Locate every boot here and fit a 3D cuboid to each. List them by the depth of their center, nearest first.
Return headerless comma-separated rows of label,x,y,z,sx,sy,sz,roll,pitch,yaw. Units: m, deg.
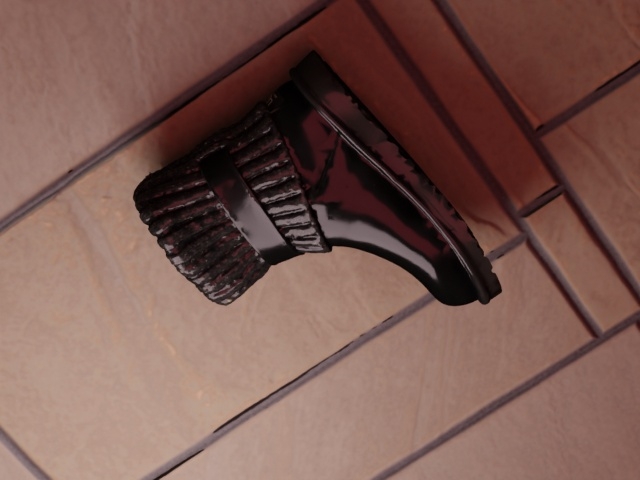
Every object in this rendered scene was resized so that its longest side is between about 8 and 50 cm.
boot,-0.001,-0.002,1.704,0.260,0.131,0.348,-41,103,6
